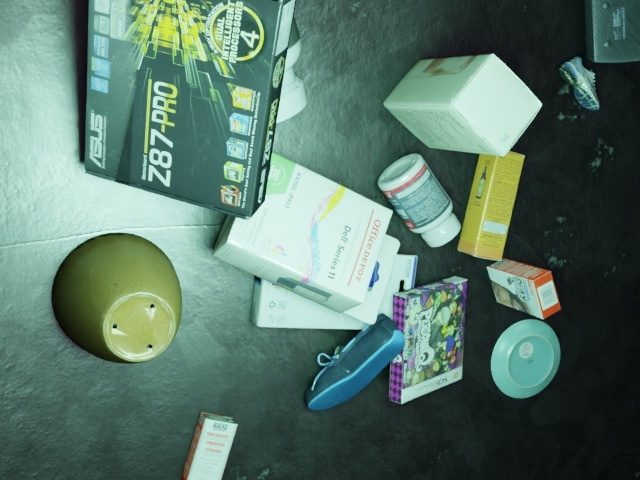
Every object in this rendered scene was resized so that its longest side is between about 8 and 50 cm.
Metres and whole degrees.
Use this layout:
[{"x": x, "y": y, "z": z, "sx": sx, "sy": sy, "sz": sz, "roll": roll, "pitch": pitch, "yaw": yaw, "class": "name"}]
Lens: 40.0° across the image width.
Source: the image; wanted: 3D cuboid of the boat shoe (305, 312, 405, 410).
[{"x": 0.067, "y": 0.250, "z": 1.797, "sx": 0.258, "sy": 0.089, "sz": 0.109, "roll": -40, "pitch": 144, "yaw": 16, "class": "boat shoe"}]

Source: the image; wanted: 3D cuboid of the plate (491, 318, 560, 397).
[{"x": 0.477, "y": 0.274, "z": 2.013, "sx": 0.188, "sy": 0.024, "sz": 0.188, "roll": -4, "pitch": 101, "yaw": -20, "class": "plate"}]

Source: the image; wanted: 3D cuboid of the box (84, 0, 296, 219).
[{"x": -0.225, "y": -0.258, "z": 1.457, "sx": 0.318, "sy": 0.097, "sz": 0.395, "roll": 18, "pitch": 122, "yaw": 9, "class": "box"}]

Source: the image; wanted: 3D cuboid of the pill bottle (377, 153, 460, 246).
[{"x": 0.208, "y": -0.078, "z": 1.803, "sx": 0.108, "sy": 0.108, "sz": 0.180, "roll": -41, "pitch": 110, "yaw": -10, "class": "pill bottle"}]

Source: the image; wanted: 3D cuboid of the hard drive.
[{"x": 0.699, "y": -0.488, "z": 1.957, "sx": 0.254, "sy": 0.054, "sz": 0.172, "roll": -11, "pitch": 103, "yaw": -20, "class": "hard drive"}]

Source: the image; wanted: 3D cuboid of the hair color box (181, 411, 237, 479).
[{"x": -0.222, "y": 0.420, "z": 1.752, "sx": 0.072, "sy": 0.043, "sz": 0.141, "roll": 16, "pitch": 94, "yaw": -23, "class": "hair color box"}]

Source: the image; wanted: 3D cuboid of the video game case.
[{"x": 0.228, "y": 0.206, "z": 1.848, "sx": 0.210, "sy": 0.042, "sz": 0.232, "roll": -11, "pitch": 107, "yaw": -44, "class": "video game case"}]

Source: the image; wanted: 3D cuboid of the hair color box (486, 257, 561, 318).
[{"x": 0.435, "y": 0.101, "z": 1.889, "sx": 0.053, "sy": 0.167, "sz": 0.093, "roll": -25, "pitch": 107, "yaw": -17, "class": "hair color box"}]

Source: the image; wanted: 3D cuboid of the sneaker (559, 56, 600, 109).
[{"x": 0.587, "y": -0.348, "z": 1.939, "sx": 0.058, "sy": 0.052, "sz": 0.135, "roll": -44, "pitch": 112, "yaw": -14, "class": "sneaker"}]

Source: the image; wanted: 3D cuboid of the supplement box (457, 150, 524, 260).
[{"x": 0.365, "y": -0.079, "z": 1.881, "sx": 0.080, "sy": 0.078, "sz": 0.233, "roll": 8, "pitch": 96, "yaw": -23, "class": "supplement box"}]

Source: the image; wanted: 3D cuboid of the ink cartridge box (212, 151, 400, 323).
[{"x": 0.000, "y": 0.000, "z": 1.668, "sx": 0.353, "sy": 0.119, "sz": 0.207, "roll": 25, "pitch": 68, "yaw": -15, "class": "ink cartridge box"}]

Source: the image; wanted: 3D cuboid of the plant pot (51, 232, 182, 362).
[{"x": -0.340, "y": 0.123, "z": 1.543, "sx": 0.237, "sy": 0.254, "sz": 0.237, "roll": -4, "pitch": 101, "yaw": -20, "class": "plant pot"}]

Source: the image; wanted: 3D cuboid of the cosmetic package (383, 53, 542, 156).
[{"x": 0.265, "y": -0.262, "z": 1.692, "sx": 0.153, "sy": 0.296, "sz": 0.129, "roll": 41, "pitch": 84, "yaw": -23, "class": "cosmetic package"}]

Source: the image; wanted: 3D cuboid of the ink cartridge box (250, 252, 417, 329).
[{"x": 0.030, "y": 0.096, "z": 1.786, "sx": 0.332, "sy": 0.065, "sz": 0.165, "roll": 5, "pitch": 97, "yaw": -21, "class": "ink cartridge box"}]

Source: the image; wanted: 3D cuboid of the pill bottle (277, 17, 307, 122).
[{"x": -0.153, "y": -0.391, "z": 1.543, "sx": 0.210, "sy": 0.210, "sz": 0.363, "roll": -25, "pitch": 118, "yaw": -16, "class": "pill bottle"}]
